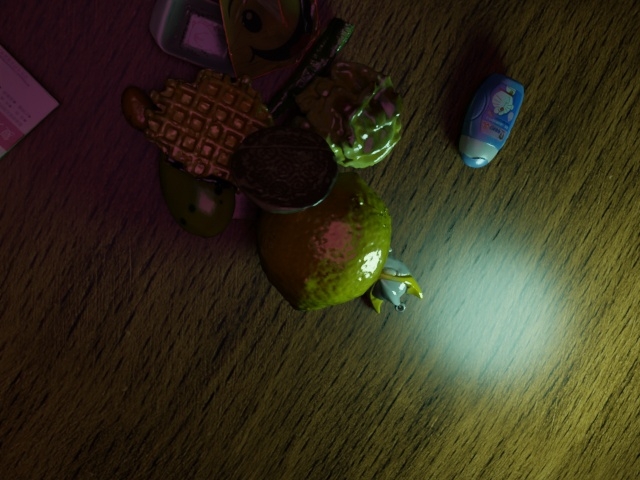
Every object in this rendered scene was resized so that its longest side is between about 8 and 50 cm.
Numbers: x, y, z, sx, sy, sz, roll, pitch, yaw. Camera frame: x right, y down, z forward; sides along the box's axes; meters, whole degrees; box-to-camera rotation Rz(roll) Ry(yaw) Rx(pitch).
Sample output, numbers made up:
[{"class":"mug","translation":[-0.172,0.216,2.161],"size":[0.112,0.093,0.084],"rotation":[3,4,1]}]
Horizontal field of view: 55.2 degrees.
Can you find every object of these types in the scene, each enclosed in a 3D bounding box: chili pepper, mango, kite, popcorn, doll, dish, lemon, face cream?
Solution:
[{"class":"chili pepper","translation":[-0.043,-0.418,1.568],"size":[0.359,0.085,0.076],"rotation":[-53,139,-1]},{"class":"mango","translation":[-0.442,-0.320,1.489],"size":[0.078,0.057,0.114],"rotation":[-20,106,-3]},{"class":"kite","translation":[-0.133,-0.558,1.485],"size":[0.327,0.013,0.378],"rotation":[31,89,-43]},{"class":"popcorn","translation":[0.067,-0.315,1.548],"size":[0.292,0.237,0.293],"rotation":[-5,106,-17]},{"class":"doll","translation":[0.174,0.073,1.755],"size":[0.145,0.103,0.316],"rotation":[-28,105,-4]},{"class":"mango","translation":[-0.311,-0.148,1.529],"size":[0.175,0.143,0.293],"rotation":[-14,98,-2]},{"class":"dish","translation":[-0.292,-0.502,1.482],"size":[0.234,0.064,0.154],"rotation":[16,98,-21]},{"class":"lemon","translation":[0.000,0.000,1.554],"size":[0.349,0.350,0.387],"rotation":[18,107,-20]},{"class":"face cream","translation":[0.477,-0.336,1.748],"size":[0.149,0.083,0.264],"rotation":[20,98,-17]}]

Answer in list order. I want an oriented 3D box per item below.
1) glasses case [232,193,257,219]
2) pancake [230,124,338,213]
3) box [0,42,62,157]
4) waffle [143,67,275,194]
[{"class":"glasses case","translation":[-0.202,-0.165,1.604],"size":[0.075,0.049,0.218],"rotation":[-1,104,-17]},{"class":"pancake","translation":[-0.081,-0.165,1.410],"size":[0.250,0.031,0.250],"rotation":[3,61,-6]},{"class":"box","translation":[-0.793,-0.370,1.368],"size":[0.214,0.069,0.353],"rotation":[-43,110,-3]},{"class":"waffle","translation":[-0.256,-0.255,1.452],"size":[0.311,0.060,0.307],"rotation":[-11,91,-16]}]
